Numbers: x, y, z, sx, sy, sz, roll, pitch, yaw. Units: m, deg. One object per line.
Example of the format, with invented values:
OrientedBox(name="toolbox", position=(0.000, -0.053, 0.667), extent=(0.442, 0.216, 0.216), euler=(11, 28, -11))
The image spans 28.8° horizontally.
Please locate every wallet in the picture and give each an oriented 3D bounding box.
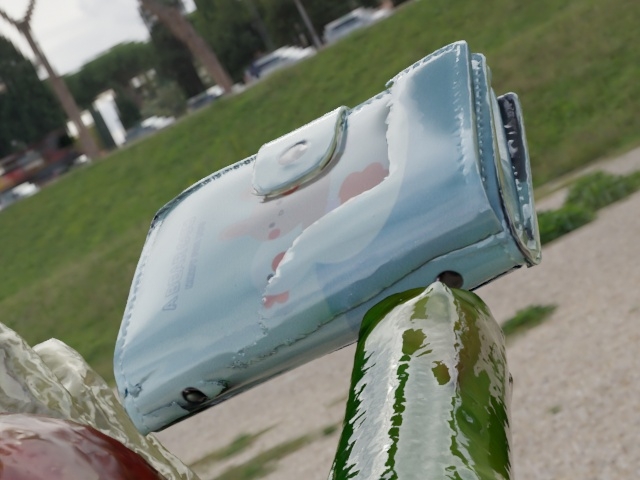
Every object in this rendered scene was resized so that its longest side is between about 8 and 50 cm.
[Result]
OrientedBox(name="wallet", position=(0.000, 0.000, 0.712), extent=(0.250, 0.075, 0.176), euler=(-27, 33, 23))

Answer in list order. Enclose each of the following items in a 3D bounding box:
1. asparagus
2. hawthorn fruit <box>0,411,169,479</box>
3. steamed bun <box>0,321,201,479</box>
OrientedBox(name="asparagus", position=(0.035, 0.092, 0.451), extent=(0.085, 0.082, 0.343), euler=(-44, 5, 16))
OrientedBox(name="hawthorn fruit", position=(-0.162, 0.197, 0.483), extent=(0.299, 0.275, 0.275), euler=(-3, 16, 36))
OrientedBox(name="steamed bun", position=(-0.114, 0.267, 0.780), extent=(0.247, 0.428, 0.189), euler=(-50, -28, 19))
